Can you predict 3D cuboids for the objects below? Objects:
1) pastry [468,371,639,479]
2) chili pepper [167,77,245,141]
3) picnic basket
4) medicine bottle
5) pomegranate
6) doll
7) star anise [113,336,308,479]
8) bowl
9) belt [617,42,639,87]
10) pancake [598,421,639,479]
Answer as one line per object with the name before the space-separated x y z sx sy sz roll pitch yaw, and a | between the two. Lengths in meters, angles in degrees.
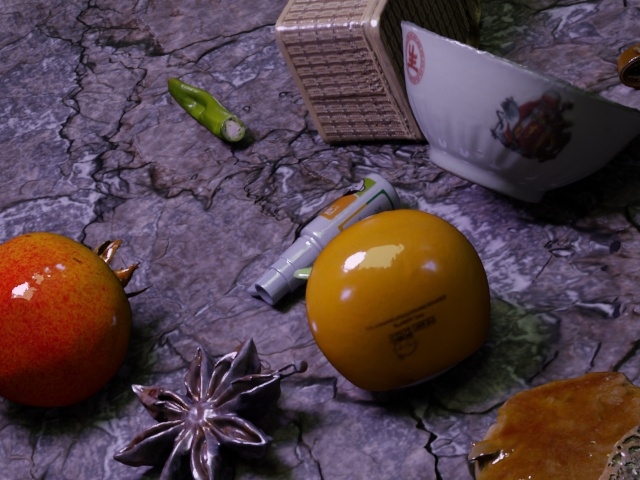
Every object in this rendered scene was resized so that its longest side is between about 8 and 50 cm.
pastry | 0.268 0.230 1.569 0.218 0.100 0.229 -25 33 -9
chili pepper | -0.167 -0.191 2.327 0.050 0.051 0.202 -8 28 -30
picnic basket | 0.099 -0.312 2.187 0.175 0.228 0.312 0 44 30
medicine bottle | 0.000 0.000 2.018 0.221 0.061 0.092 -40 17 -20
pomegranate | -0.334 0.088 1.967 0.221 0.221 0.257 20 48 42
doll | 0.082 0.053 1.806 0.213 0.213 0.236 -24 24 0
star anise | -0.117 0.204 1.813 0.262 0.081 0.230 -26 36 15
bowl | 0.230 -0.144 1.938 0.337 0.337 0.157 31 103 46
belt | 0.433 -0.235 2.059 0.083 0.059 0.036 -14 40 14
pancake | 0.429 0.273 1.393 0.387 0.082 0.387 -1 46 1
